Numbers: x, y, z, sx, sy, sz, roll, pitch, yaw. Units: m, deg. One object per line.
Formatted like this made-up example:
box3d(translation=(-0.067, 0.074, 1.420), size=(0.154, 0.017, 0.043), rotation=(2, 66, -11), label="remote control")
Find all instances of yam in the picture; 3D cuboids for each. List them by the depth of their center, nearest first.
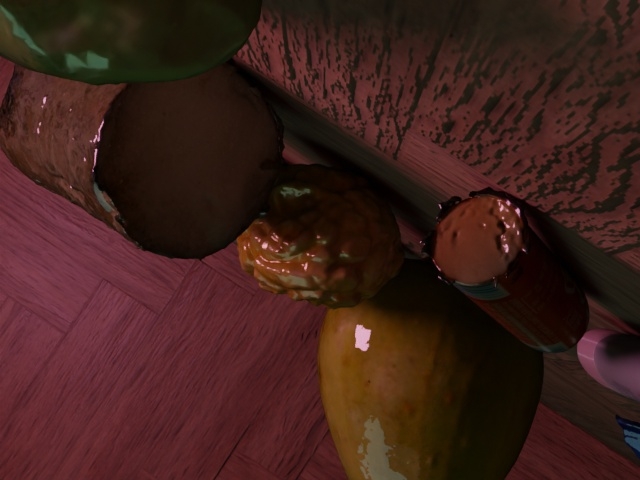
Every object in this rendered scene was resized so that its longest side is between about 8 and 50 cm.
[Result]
box3d(translation=(-0.181, -0.108, 1.176), size=(0.195, 0.195, 0.300), rotation=(36, 175, -37), label="yam")

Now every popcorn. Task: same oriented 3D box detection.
box3d(translation=(0.000, 0.000, 1.272), size=(0.180, 0.180, 0.170), rotation=(34, -141, -6), label="popcorn")

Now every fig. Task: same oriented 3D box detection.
box3d(translation=(0.118, 0.180, 1.403), size=(0.258, 0.326, 0.258), rotation=(3, -173, 0), label="fig")

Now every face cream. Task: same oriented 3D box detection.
box3d(translation=(0.290, 0.116, 1.060), size=(0.084, 0.057, 0.198), rotation=(31, 179, -11), label="face cream")

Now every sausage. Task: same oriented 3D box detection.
box3d(translation=(0.161, 0.037, 0.988), size=(0.083, 0.083, 0.264), rotation=(31, 177, 30), label="sausage")

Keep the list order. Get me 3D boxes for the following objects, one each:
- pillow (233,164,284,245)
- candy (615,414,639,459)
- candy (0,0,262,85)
box3d(translation=(-0.058, -0.030, 1.646), size=(0.322, 0.120, 0.255), rotation=(36, 175, -33), label="pillow")
box3d(translation=(0.391, 0.208, 1.119), size=(0.187, 0.077, 0.331), rotation=(20, -179, 30), label="candy")
box3d(translation=(-0.139, -0.162, 0.681), size=(0.142, 0.132, 0.343), rotation=(-11, -163, -21), label="candy")
